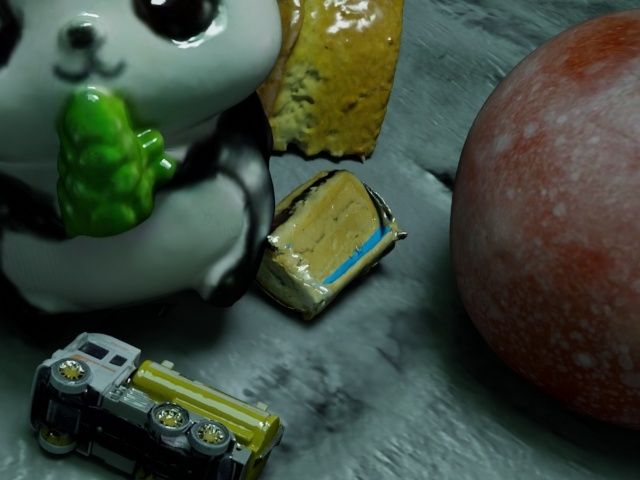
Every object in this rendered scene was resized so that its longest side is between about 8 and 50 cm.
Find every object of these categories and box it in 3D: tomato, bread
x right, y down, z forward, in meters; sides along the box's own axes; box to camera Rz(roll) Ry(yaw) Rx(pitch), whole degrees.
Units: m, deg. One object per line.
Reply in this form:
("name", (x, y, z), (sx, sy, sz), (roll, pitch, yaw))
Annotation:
("tomato", (0.215, -0.022, 0.768), (0.270, 0.227, 0.270), (9, 40, -7))
("bread", (0.000, 0.000, 0.811), (0.072, 0.053, 0.106), (47, 45, 4))
("bread", (-0.005, -0.173, 0.975), (0.143, 0.139, 0.229), (13, 36, -16))

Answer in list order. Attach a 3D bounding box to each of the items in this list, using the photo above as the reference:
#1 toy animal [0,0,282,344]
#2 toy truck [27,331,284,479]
("toy animal", (-0.124, -0.083, 0.684), (0.212, 0.267, 0.213), (-2, 49, 2))
("toy truck", (-0.084, 0.092, 0.657), (0.123, 0.052, 0.063), (23, 32, 9))
